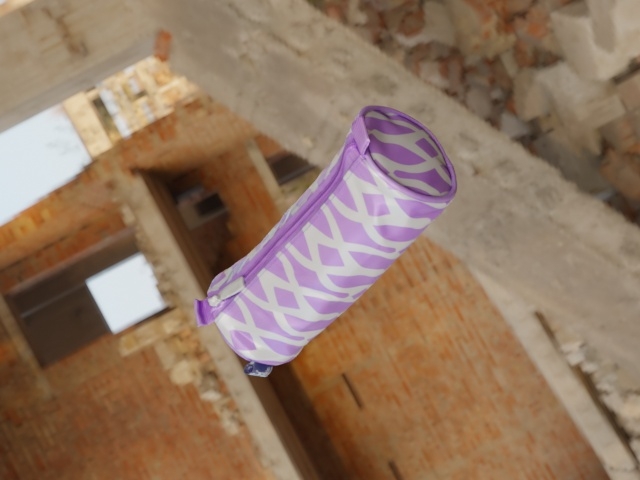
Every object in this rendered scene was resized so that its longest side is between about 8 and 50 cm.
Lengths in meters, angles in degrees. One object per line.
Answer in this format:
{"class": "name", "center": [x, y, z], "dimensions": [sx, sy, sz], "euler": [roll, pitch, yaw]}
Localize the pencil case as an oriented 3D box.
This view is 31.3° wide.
{"class": "pencil case", "center": [0.000, 0.000, 0.766], "dimensions": [0.088, 0.206, 0.086], "euler": [20, -141, -31]}
